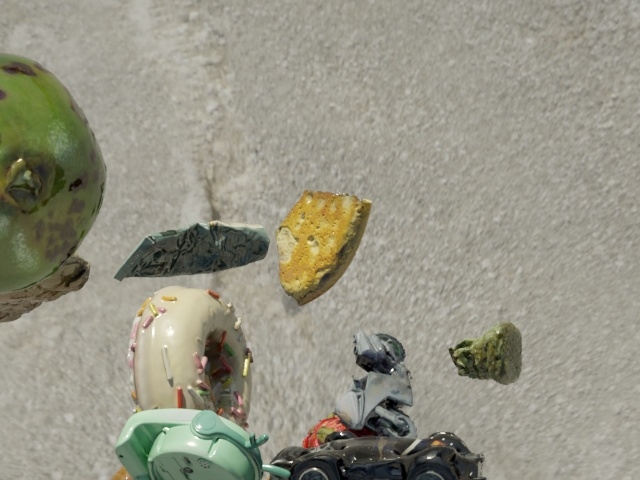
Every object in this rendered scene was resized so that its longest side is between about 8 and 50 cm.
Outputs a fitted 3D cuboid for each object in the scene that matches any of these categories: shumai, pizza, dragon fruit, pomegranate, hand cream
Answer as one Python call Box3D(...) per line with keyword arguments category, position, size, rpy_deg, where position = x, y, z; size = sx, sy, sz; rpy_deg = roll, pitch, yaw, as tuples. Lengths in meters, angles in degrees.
Box3D(category="shumai", position=(0.195, 0.135, 1.071), size=(0.080, 0.083, 0.082), rpy_deg=(4, 57, 34))
Box3D(category="pizza", position=(0.001, 0.000, 0.996), size=(0.160, 0.036, 0.099), rpy_deg=(-55, 53, 26))
Box3D(category="dragon fruit", position=(0.051, 0.406, 1.672), size=(0.160, 0.172, 0.166), rpy_deg=(28, 52, -34))
Box3D(category="pomegranate", position=(-0.214, -0.053, 0.520), size=(0.169, 0.122, 0.143), rpy_deg=(34, 75, 32))
Box3D(category="hand cream", position=(-0.149, 0.014, 1.151), size=(0.052, 0.248, 0.075), rpy_deg=(32, 113, 28))

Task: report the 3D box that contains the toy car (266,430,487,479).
Box3D(category="toy car", position=(0.076, 0.323, 1.209), size=(0.301, 0.193, 0.118), rpy_deg=(-5, 90, 12))

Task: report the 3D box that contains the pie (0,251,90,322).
Box3D(category="pie", position=(-0.272, 0.040, 0.688), size=(0.195, 0.195, 0.046), rpy_deg=(-16, 79, -6))

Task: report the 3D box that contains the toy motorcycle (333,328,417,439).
Box3D(category="toy motorcycle", position=(0.097, 0.270, 1.664), size=(0.159, 0.106, 0.270), rpy_deg=(13, 38, -16))

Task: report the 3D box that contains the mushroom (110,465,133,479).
Box3D(category="mushroom", position=(-0.275, 0.478, 1.475), size=(0.163, 0.278, 0.297), rpy_deg=(12, 104, 10))

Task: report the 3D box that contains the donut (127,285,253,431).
Box3D(category="donut", position=(-0.250, 0.271, 1.823), size=(0.142, 0.382, 0.382), rpy_deg=(-11, 70, 18))

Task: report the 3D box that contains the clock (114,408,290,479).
Box3D(category="clock", position=(-0.147, 0.285, 1.148), size=(0.211, 0.159, 0.066), rpy_deg=(-10, 36, 25))
